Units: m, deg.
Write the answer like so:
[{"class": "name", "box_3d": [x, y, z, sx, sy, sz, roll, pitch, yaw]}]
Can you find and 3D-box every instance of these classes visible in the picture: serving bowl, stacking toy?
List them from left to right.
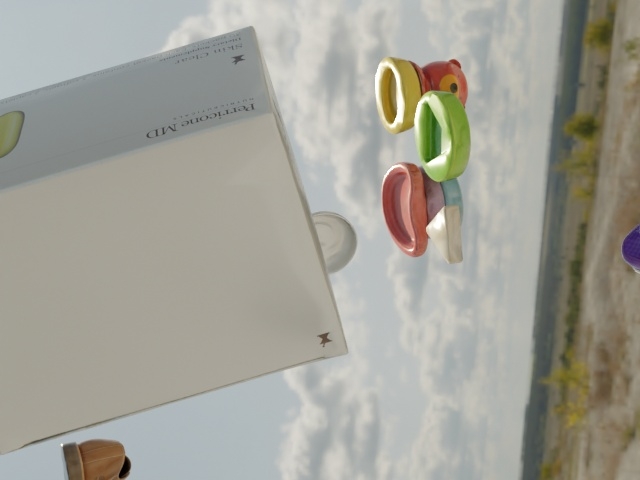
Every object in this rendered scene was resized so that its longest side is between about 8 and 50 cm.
[{"class": "serving bowl", "box_3d": [0.000, 0.000, 1.148, 0.027, 0.083, 0.083, -114, 20, -60]}, {"class": "stacking toy", "box_3d": [0.198, -0.123, 1.523, 0.279, 0.130, 0.309, -139, 43, -63]}]

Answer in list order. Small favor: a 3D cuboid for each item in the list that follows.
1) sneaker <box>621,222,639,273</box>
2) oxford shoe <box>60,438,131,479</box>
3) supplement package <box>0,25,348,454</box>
[{"class": "sneaker", "box_3d": [0.442, -0.035, 1.172, 0.236, 0.105, 0.095, -34, 41, 49]}, {"class": "oxford shoe", "box_3d": [-0.256, 0.273, 1.135, 0.212, 0.076, 0.076, 125, 131, -63]}, {"class": "supplement package", "box_3d": [-0.137, 0.000, 0.695, 0.145, 0.262, 0.204, -106, -1, -55]}]
